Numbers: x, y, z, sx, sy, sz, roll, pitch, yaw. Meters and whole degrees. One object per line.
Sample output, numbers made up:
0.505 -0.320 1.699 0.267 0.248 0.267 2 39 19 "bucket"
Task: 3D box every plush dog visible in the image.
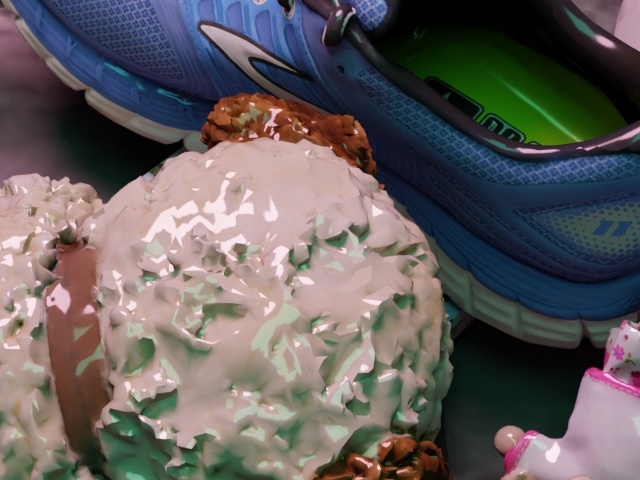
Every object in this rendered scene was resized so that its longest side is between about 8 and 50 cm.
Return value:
-0.067 0.044 0.589 0.225 0.210 0.262 -18 56 12 "plush dog"

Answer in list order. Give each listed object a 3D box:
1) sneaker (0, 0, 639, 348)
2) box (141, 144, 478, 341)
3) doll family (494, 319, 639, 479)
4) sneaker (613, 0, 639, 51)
0.010 -0.095 0.713 0.330 0.147 0.129 28 57 13 "sneaker"
0.000 0.000 0.755 0.094 0.027 0.137 -38 67 -24 "box"
0.172 0.125 0.616 0.263 0.118 0.163 26 97 13 "doll family"
0.186 -0.108 0.813 0.094 0.080 0.212 21 57 -5 "sneaker"
